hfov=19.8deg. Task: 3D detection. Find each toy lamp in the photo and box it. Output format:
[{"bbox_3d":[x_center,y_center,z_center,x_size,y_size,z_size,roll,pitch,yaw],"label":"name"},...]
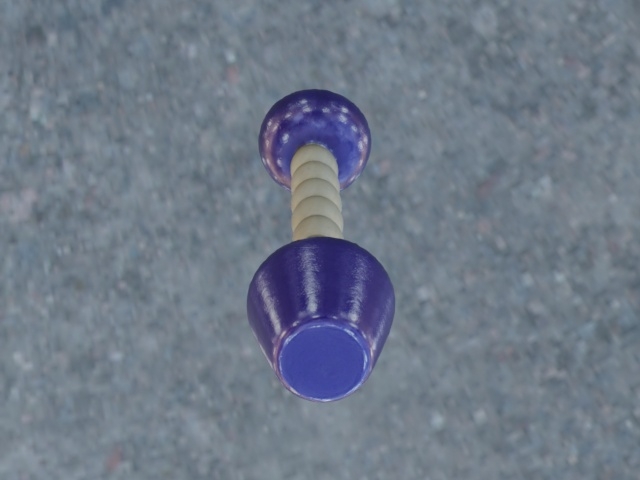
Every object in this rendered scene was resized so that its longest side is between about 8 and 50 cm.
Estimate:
[{"bbox_3d":[0.000,0.000,1.010,0.080,0.274,0.080,0,116,1],"label":"toy lamp"}]
